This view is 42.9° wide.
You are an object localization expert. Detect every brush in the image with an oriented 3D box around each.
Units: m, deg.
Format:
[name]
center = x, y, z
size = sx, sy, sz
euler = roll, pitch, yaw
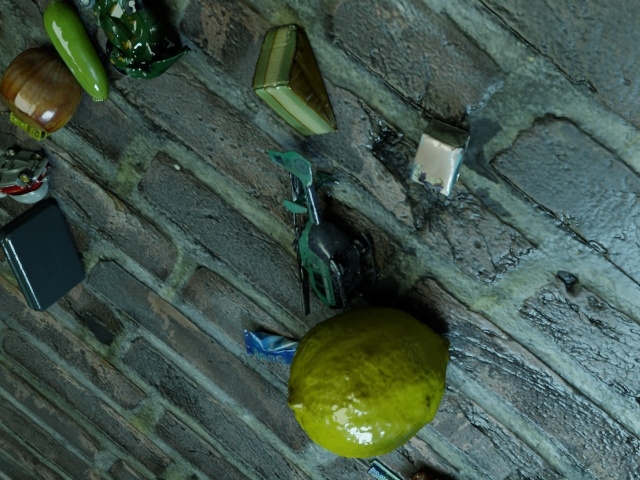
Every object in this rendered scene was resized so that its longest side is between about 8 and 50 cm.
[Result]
[brush]
center = 0.183, 0.567, 1.867
size = 0.179, 0.030, 0.033
euler = 37, 126, 2

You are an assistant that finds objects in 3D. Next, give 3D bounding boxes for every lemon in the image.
[lemon]
center = 0.091, 0.255, 1.490
size = 0.322, 0.268, 0.268
euler = -11, 131, -13

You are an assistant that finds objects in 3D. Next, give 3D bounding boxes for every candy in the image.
[candy]
center = -0.100, 0.238, 1.776
size = 0.136, 0.038, 0.088
euler = 12, 134, 13

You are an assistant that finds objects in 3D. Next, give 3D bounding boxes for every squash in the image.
[squash]
center = -0.448, -0.346, 1.506
size = 0.066, 0.066, 0.201
euler = 1, 128, 33

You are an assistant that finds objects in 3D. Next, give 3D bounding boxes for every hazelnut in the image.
[hazelnut]
center = -0.534, -0.292, 1.570
size = 0.150, 0.150, 0.150
euler = 18, 133, 20

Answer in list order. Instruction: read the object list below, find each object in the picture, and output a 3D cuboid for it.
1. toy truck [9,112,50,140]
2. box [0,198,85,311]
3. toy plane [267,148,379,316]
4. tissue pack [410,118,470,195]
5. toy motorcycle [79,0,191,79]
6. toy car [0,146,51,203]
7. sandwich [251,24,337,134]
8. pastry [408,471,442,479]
[toy truck]
center = -0.594, -0.247, 1.688
size = 0.083, 0.054, 0.049
euler = 34, 136, 4
[box]
center = -0.638, 0.036, 1.871
size = 0.050, 0.160, 0.230
euler = 15, 132, 31
[toy plane]
center = 0.000, 0.000, 1.476
size = 0.155, 0.106, 0.381
euler = 20, 140, 35
[tissue pack]
center = 0.187, -0.131, 1.269
size = 0.074, 0.058, 0.094
euler = 25, 134, 17
[toy motorcycle]
center = -0.306, -0.380, 1.346
size = 0.187, 0.125, 0.274
euler = 24, 135, 28
[toy car]
center = -0.647, -0.132, 1.792
size = 0.139, 0.112, 0.112
euler = 1, 140, 21
[sandwich]
center = -0.030, -0.259, 1.337
size = 0.079, 0.113, 0.163
euler = -1, 159, 33
[pastry]
center = 0.274, 0.587, 1.772
size = 0.209, 0.097, 0.115
euler = 23, 141, 17
